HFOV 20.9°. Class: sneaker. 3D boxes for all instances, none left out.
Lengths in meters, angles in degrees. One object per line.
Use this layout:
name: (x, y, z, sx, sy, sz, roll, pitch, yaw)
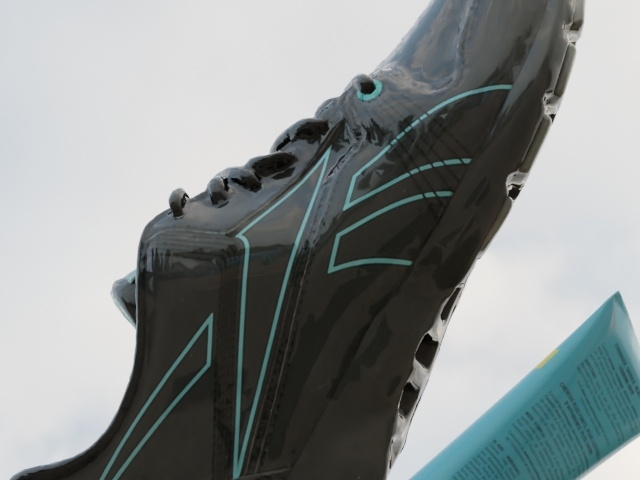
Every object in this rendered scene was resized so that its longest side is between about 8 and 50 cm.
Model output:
sneaker: (0.000, 0.000, 0.540, 0.106, 0.101, 0.267, 26, -105, 4)

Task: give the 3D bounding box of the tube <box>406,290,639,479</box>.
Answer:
tube: (0.103, 0.115, 0.914, 0.207, 0.052, 0.080, -35, -65, -24)
